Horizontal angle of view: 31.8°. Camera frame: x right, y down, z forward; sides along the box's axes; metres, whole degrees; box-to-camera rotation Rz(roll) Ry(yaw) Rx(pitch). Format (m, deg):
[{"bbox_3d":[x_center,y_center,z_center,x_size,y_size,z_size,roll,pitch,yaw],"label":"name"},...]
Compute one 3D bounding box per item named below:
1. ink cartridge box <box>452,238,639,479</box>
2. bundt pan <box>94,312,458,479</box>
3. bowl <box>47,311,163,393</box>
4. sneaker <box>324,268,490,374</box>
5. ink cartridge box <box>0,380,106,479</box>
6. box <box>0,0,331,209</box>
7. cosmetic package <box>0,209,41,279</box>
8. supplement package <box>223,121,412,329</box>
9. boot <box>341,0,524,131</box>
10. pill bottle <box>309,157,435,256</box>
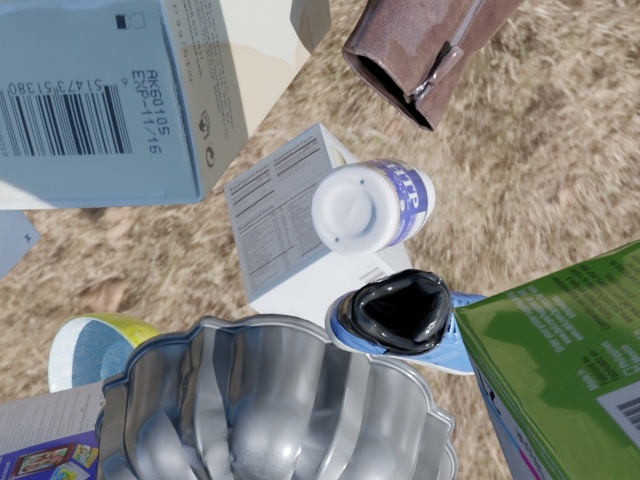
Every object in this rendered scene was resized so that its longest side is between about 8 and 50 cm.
[{"bbox_3d":[0.147,0.148,0.385,0.097,0.189,0.255,-20,107,-1],"label":"ink cartridge box"},{"bbox_3d":[-0.046,0.224,0.964,0.331,0.124,0.330,4,130,4],"label":"bundt pan"},{"bbox_3d":[-0.299,0.241,1.844,0.289,0.156,0.289,13,111,37],"label":"bowl"},{"bbox_3d":[0.084,0.056,0.756,0.152,0.084,0.058,9,77,-10],"label":"sneaker"},{"bbox_3d":[-0.359,0.267,1.262,0.307,0.303,0.072,-15,109,0],"label":"ink cartridge box"},{"bbox_3d":[-0.100,-0.142,0.726,0.148,0.311,0.121,-1,118,17],"label":"box"},{"bbox_3d":[-0.522,0.013,1.423,0.225,0.224,0.138,11,142,40],"label":"cosmetic package"},{"bbox_3d":[0.000,0.000,1.760,0.198,0.262,0.199,-33,135,17],"label":"supplement package"},{"bbox_3d":[0.109,-0.176,0.820,0.090,0.248,0.207,19,84,34],"label":"boot"},{"bbox_3d":[0.073,-0.046,1.396,0.112,0.187,0.112,4,100,24],"label":"pill bottle"}]
